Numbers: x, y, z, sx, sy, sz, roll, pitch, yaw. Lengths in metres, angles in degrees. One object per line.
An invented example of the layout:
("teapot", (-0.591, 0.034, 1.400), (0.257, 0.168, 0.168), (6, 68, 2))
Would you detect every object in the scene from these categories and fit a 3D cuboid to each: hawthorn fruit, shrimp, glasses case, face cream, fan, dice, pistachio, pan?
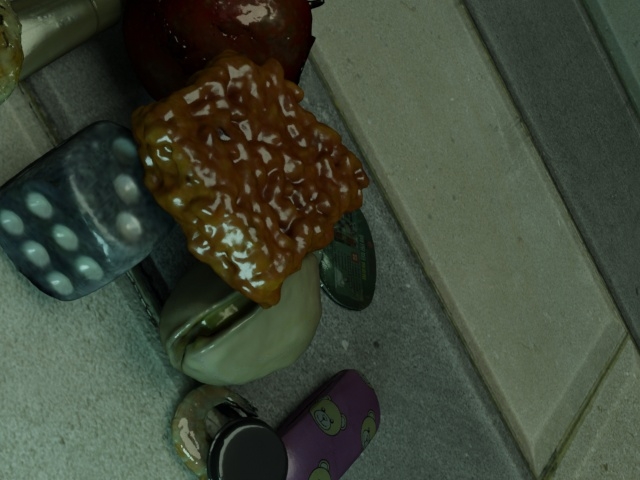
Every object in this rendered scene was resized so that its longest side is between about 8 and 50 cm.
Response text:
("hawthorn fruit", (-0.158, -0.314, 1.767), (0.316, 0.316, 0.316), (25, 55, -42))
("shrimp", (-0.136, 0.310, 1.691), (0.219, 0.046, 0.152), (58, 42, -13))
("glasses case", (0.006, 0.314, 1.829), (0.316, 0.076, 0.123), (-38, 108, -53))
("face cream", (-0.423, -0.285, 1.608), (0.341, 0.084, 0.137), (-38, 106, -44))
("fan", (0.015, -0.016, 2.052), (0.294, 0.012, 0.223), (48, 42, -26))
("dice", (-0.314, -0.041, 1.528), (0.182, 0.181, 0.183), (55, 37, -12))
("pistachio", (-0.115, 0.105, 1.672), (0.208, 0.226, 0.332), (53, 35, 6))
("pan", (-0.112, 0.370, 1.639), (0.136, 0.028, 0.235), (22, 71, -30))

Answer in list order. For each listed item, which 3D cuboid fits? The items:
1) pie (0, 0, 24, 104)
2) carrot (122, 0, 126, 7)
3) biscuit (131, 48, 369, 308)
("pie", (-0.504, -0.274, 1.471), (0.274, 0.055, 0.274), (15, 57, -25))
("carrot", (-0.260, -0.416, 1.876), (0.060, 0.060, 0.186), (56, 41, -15))
("biscuit", (-0.095, -0.099, 1.575), (0.318, 0.110, 0.312), (52, 44, -9))
